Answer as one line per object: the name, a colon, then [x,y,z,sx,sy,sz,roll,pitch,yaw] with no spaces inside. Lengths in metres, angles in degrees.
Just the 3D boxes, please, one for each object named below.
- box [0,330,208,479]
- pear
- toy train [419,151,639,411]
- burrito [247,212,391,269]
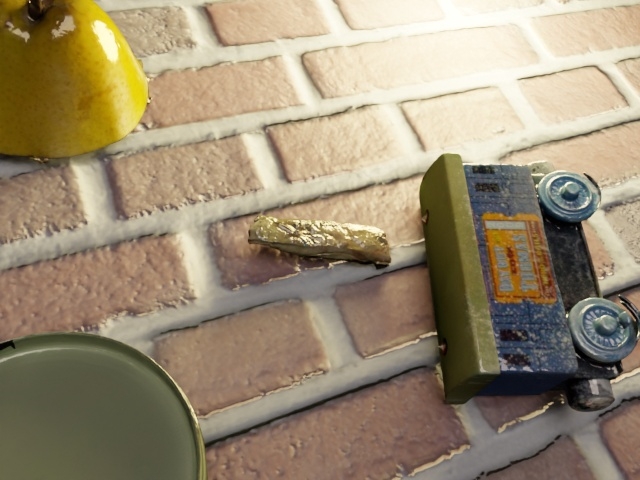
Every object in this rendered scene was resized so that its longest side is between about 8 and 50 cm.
box: [-0.197,0.199,0.436,0.226,0.149,0.226,4,51,-5]
pear: [-0.329,-0.232,0.663,0.267,0.178,0.267,7,55,-10]
toy train: [0.221,0.042,0.665,0.202,0.131,0.299,0,60,-4]
burrito: [0.000,-0.001,0.682,0.171,0.042,0.051,5,49,-12]
